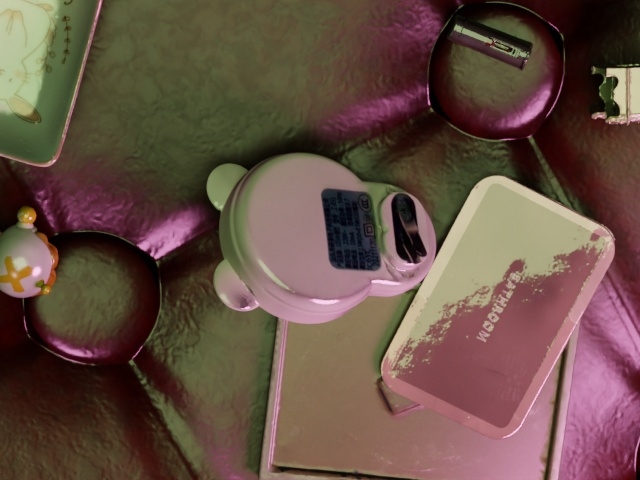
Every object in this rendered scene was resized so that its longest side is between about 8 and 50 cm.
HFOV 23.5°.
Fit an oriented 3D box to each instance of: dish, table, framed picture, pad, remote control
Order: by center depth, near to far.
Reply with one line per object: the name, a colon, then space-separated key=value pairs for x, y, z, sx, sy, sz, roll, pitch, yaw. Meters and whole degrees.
dish: x=-0.314 y=-0.196 z=1.575 sx=0.151 sy=0.077 sz=0.212 roll=15 pitch=99 yaw=-8
table: x=0.335 y=-0.155 z=1.629 sx=0.083 sy=0.079 sz=0.062 roll=-2 pitch=98 yaw=-2
remote control: x=0.181 y=-0.211 z=1.639 sx=0.091 sy=0.016 sz=0.034 roll=20 pitch=103 yaw=-7
pad: x=0.193 y=0.074 z=1.675 sx=0.176 sy=0.002 sz=0.266 roll=26 pitch=97 yaw=-8
framed picture: x=0.110 y=0.162 z=1.697 sx=0.335 sy=0.022 sz=0.247 roll=6 pitch=99 yaw=-5

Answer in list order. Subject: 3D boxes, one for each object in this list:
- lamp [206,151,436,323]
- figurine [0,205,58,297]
lamp: x=0.000 y=0.001 z=1.613 sx=0.246 sy=0.108 sz=0.180 roll=2 pitch=73 yaw=-21
figurine: x=-0.338 y=0.003 z=1.614 sx=0.101 sy=0.068 sz=0.143 roll=-32 pitch=101 yaw=19
